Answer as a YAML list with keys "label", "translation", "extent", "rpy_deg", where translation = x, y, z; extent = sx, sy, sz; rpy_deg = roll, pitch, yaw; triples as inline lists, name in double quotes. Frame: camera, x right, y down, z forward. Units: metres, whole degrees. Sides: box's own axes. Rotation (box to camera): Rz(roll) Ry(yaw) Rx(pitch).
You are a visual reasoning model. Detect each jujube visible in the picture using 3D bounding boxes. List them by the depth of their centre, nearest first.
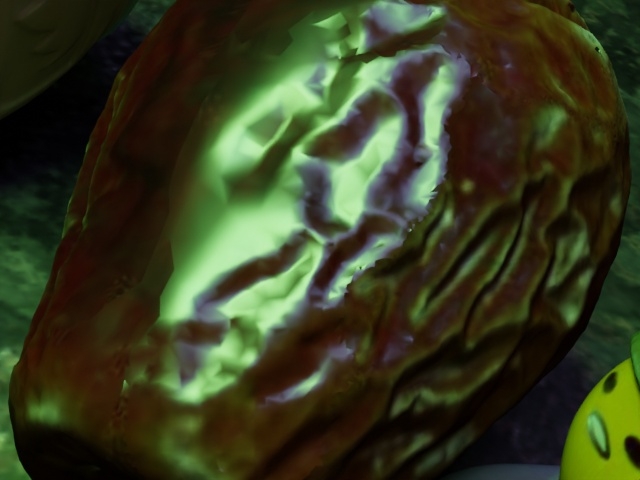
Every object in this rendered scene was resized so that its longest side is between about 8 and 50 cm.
- label: "jujube"
  translation: [0.000, 0.000, 0.506]
  extent: [0.190, 0.190, 0.255]
  rpy_deg: [25, 53, 9]

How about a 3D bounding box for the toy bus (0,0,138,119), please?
- label: "toy bus"
  translation: [-0.210, -0.155, 0.614]
  extent: [0.287, 0.194, 0.232]
  rpy_deg: [21, 47, 2]

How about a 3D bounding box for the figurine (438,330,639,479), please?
- label: "figurine"
  translation: [0.157, 0.096, 0.466]
  extent: [0.250, 0.141, 0.167]
  rpy_deg: [14, 33, -8]
